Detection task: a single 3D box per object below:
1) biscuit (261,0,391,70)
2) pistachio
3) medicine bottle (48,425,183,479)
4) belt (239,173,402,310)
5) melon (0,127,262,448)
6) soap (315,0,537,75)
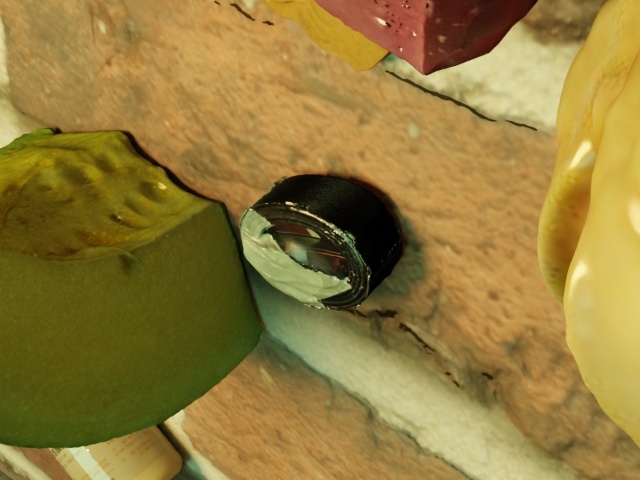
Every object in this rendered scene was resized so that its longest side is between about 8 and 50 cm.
[{"bbox_3d":[-0.031,-0.214,0.675,0.236,0.040,0.144,53,162,-5],"label":"biscuit"},{"bbox_3d":[0.221,-0.002,0.463,0.238,0.229,0.321,-16,119,15],"label":"pistachio"},{"bbox_3d":[-0.279,0.204,1.193,0.252,0.114,0.114,50,141,5],"label":"medicine bottle"},{"bbox_3d":[0.000,0.000,0.809,0.140,0.058,0.105,12,132,35],"label":"belt"},{"bbox_3d":[-0.247,0.032,0.863,0.331,0.343,0.226,49,137,9],"label":"melon"},{"bbox_3d":[0.078,-0.235,0.437,0.127,0.220,0.324,29,135,15],"label":"soap"}]
